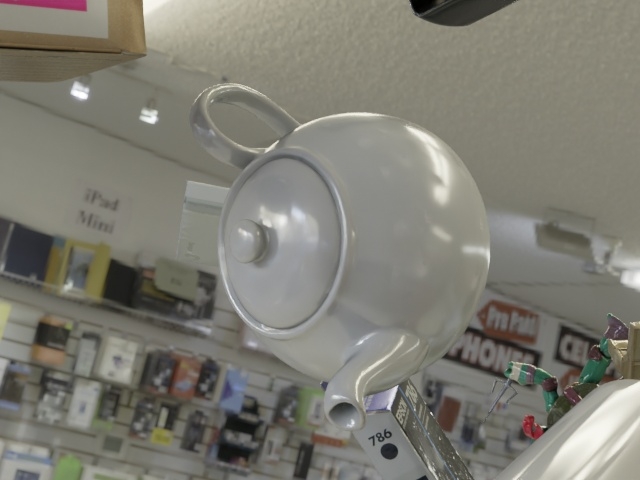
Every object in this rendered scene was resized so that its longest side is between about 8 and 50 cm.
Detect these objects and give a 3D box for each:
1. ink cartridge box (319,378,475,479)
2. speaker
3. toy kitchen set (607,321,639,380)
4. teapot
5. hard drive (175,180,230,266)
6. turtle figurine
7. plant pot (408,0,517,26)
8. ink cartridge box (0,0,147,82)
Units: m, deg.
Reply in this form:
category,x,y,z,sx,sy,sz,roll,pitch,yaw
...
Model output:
category,x,y,z,sx,sy,sz,roll,pitch,yaw
ink cartridge box,0.125,0.281,1.181,0.333,0.065,0.165,56,15,-5
speaker,0.089,0.094,0.320,0.055,0.055,0.136,5,13,36
toy kitchen set,0.376,0.115,1.053,0.068,0.075,0.083,-2,22,1
teapot,0.000,0.000,0.768,0.187,0.252,0.256,6,3,-44
hard drive,-0.029,0.005,1.199,0.307,0.040,0.203,10,-22,-8
turtle figurine,0.350,0.219,1.252,0.175,0.234,0.118,46,5,-23
plant pot,0.223,-0.422,1.353,0.188,0.187,0.167,-24,-17,23
ink cartridge box,-0.276,-0.173,0.688,0.234,0.088,0.193,-4,3,-36
